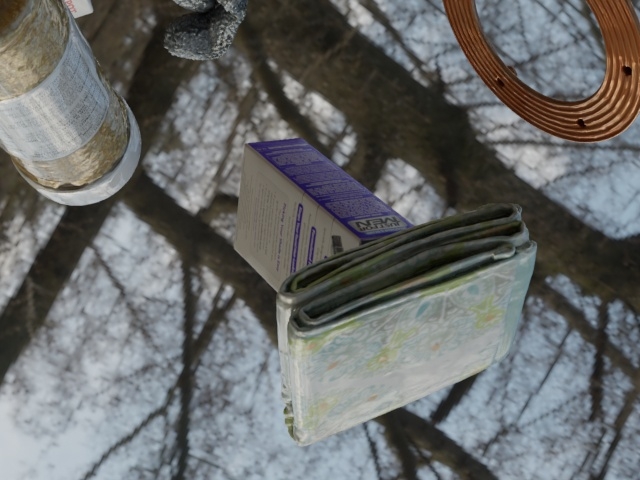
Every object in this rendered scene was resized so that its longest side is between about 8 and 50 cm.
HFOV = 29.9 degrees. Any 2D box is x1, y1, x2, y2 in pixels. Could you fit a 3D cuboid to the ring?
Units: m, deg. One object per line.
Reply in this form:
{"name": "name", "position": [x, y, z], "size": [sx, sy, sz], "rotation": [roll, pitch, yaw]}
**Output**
{"name": "ring", "position": [0.279, -0.272, 1.505], "size": [0.032, 0.336, 0.337], "rotation": [-38, -154, -22]}

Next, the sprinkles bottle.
{"name": "sprinkles bottle", "position": [-0.244, -0.135, 1.008], "size": [0.355, 0.121, 0.121], "rotation": [77, 33, -74]}

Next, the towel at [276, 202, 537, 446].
{"name": "towel", "position": [0.100, 0.109, 1.510], "size": [0.321, 0.374, 0.090], "rotation": [-19, -120, -11]}

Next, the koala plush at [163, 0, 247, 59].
{"name": "koala plush", "position": [-0.187, -0.335, 1.344], "size": [0.203, 0.221, 0.196], "rotation": [138, -42, -65]}

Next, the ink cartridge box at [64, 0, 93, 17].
{"name": "ink cartridge box", "position": [-0.484, -0.372, 1.704], "size": [0.278, 0.201, 0.117], "rotation": [-19, -104, -4]}

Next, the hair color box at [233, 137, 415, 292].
{"name": "hair color box", "position": [0.000, 0.000, 1.730], "size": [0.339, 0.110, 0.185], "rotation": [44, -47, 49]}
